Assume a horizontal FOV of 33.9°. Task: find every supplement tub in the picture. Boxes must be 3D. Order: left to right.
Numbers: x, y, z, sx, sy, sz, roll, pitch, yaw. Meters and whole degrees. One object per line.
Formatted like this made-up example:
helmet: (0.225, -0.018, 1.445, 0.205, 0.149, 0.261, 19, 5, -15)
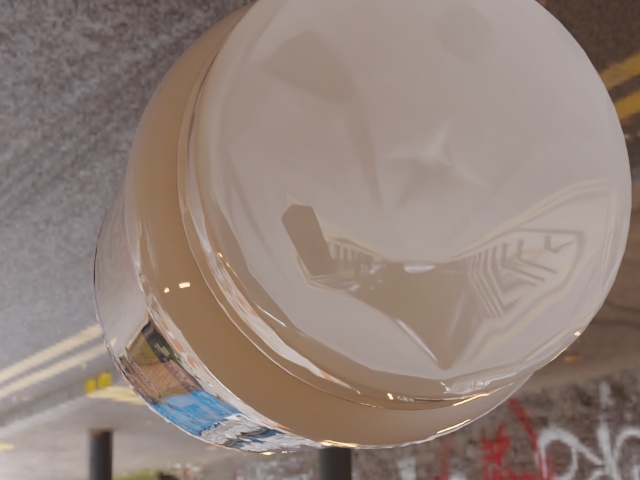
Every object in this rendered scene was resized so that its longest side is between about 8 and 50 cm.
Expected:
supplement tub: (0.000, 0.000, 0.575, 0.228, 0.228, 0.316, 3, 167, -15)
